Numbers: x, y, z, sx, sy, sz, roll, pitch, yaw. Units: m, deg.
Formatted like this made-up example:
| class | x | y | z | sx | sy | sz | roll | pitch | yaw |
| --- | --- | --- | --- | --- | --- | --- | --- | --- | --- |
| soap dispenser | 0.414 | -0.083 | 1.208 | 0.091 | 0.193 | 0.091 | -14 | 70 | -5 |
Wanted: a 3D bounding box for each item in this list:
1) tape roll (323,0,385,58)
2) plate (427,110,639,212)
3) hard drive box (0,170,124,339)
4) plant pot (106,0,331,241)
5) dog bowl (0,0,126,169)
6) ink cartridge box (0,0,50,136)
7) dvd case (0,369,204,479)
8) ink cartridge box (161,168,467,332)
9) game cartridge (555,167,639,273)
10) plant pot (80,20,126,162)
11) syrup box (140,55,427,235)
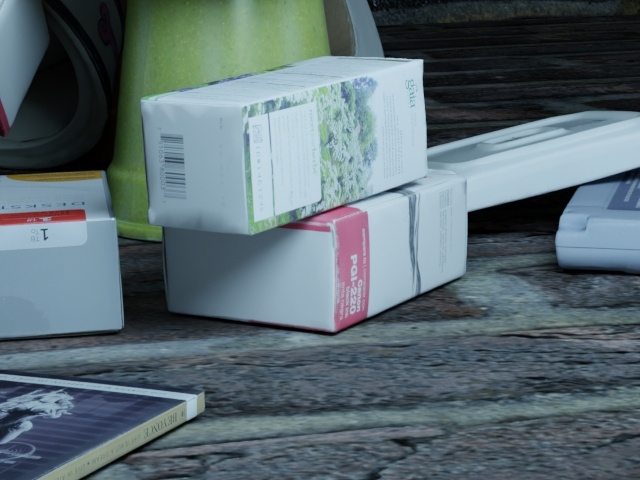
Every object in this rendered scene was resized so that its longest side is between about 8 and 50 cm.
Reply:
| class | x | y | z | sx | sy | sz | roll | pitch | yaw |
| --- | --- | --- | --- | --- | --- | --- | --- | --- | --- |
| tape roll | -0.035 | -0.294 | 2.176 | 0.072 | 0.392 | 0.392 | -23 | 5 | 18 |
| plate | 0.197 | -0.081 | 1.754 | 0.278 | 0.045 | 0.277 | -14 | 7 | -11 |
| hard drive box | -0.250 | 0.009 | 1.426 | 0.181 | 0.089 | 0.232 | -4 | 12 | -9 |
| plant pot | -0.088 | -0.147 | 1.766 | 0.276 | 0.254 | 0.276 | -1 | 11 | 0 |
| dog bowl | -0.393 | -0.261 | 1.995 | 0.408 | 0.408 | 0.150 | 4 | 55 | 25 |
| ink cartridge box | -0.428 | -0.235 | 1.747 | 0.306 | 0.131 | 0.226 | 18 | -15 | 3 |
| dvd case | -0.193 | 0.116 | 1.068 | 0.164 | 0.018 | 0.221 | 3 | 13 | 26 |
| ink cartridge box | 0.000 | 0.000 | 1.439 | 0.158 | 0.092 | 0.218 | 6 | 15 | 30 |
| game cartridge | 0.321 | -0.020 | 1.609 | 0.196 | 0.060 | 0.294 | -2 | 11 | 15 |
| plant pot | -0.168 | -0.213 | 2.233 | 0.291 | 0.203 | 0.291 | 0 | 11 | 0 |
| syrup box | -0.021 | -0.075 | 1.348 | 0.096 | 0.093 | 0.237 | 6 | 16 | 34 |
